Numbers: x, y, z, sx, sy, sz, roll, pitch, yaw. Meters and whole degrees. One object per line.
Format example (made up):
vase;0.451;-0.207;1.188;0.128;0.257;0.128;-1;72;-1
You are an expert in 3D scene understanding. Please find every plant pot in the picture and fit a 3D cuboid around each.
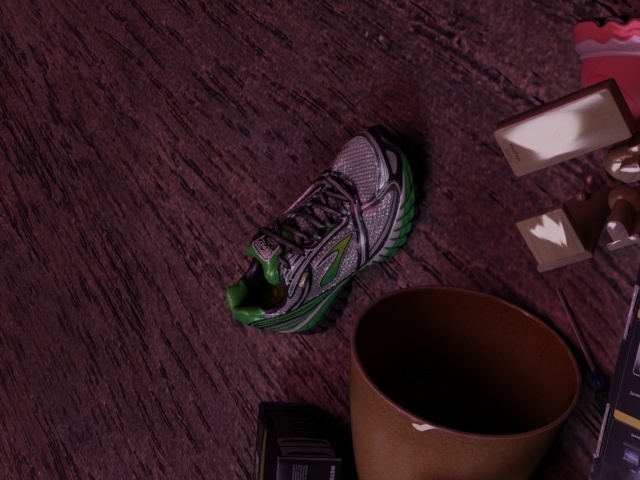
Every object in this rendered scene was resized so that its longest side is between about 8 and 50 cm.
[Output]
plant pot;0.132;0.219;1.117;0.237;0.237;0.254;42;136;40

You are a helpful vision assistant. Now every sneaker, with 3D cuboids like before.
sneaker;0.000;0.000;1.300;0.134;0.146;0.343;55;128;33
sneaker;0.364;-0.137;0.928;0.314;0.116;0.136;16;112;55

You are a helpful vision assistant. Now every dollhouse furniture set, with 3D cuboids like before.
dollhouse furniture set;0.252;-0.081;0.984;0.144;0.123;0.151;-20;111;36

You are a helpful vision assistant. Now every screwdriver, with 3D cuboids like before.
screwdriver;0.276;0.126;1.077;0.025;0.024;0.169;-31;62;14

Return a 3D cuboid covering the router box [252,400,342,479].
router box;-0.042;0.385;1.317;0.243;0.081;0.308;-139;54;-79

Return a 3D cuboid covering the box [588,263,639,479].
box;0.426;0.169;0.849;0.395;0.097;0.318;21;104;47
